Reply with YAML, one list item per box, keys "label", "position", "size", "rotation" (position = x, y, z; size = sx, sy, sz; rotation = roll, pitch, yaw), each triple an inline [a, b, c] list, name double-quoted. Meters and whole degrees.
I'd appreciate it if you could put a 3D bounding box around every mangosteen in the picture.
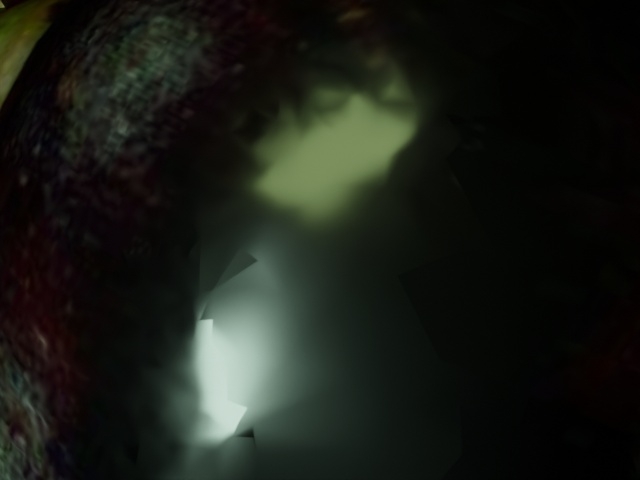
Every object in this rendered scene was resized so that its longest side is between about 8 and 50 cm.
- label: "mangosteen"
  position: [0.000, 0.000, 0.660]
  size: [0.435, 0.382, 0.382]
  rotation: [27, 67, 39]
